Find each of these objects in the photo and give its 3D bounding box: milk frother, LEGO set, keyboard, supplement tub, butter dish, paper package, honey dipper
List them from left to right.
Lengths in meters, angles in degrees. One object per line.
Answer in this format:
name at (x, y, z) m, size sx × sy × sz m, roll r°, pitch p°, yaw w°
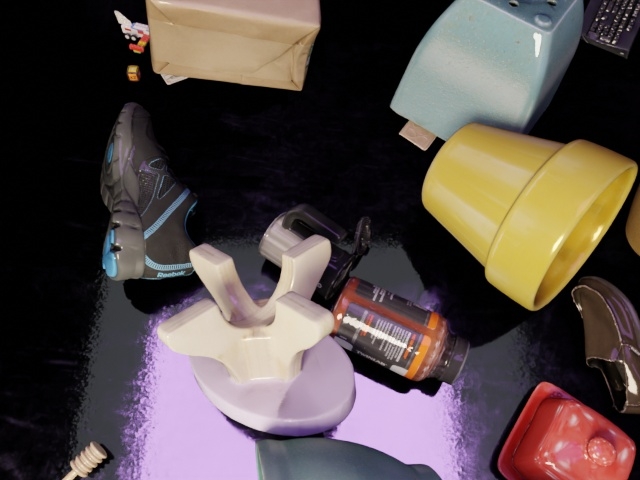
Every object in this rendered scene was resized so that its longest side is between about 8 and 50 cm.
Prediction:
honey dipper at (-0.357, 0.335, 0.686) m, size 0.030 × 0.030 × 0.161 m, roll 42°, pitch 72°, yaw 16°
LEGO set at (-0.287, -0.404, 1.038) m, size 0.244 × 0.060 × 0.182 m, roll -27°, pitch 67°, yaw -17°
paper package at (-0.164, -0.478, 0.997) m, size 0.310 × 0.168 × 0.324 m, roll 3°, pitch 62°, yaw -12°
milk frother at (0.000, 0.000, 0.842) m, size 0.135 × 0.129 × 0.143 m, roll 33°, pitch 24°, yaw 13°
supplement tub at (0.112, 0.137, 0.763) m, size 0.198 × 0.106 × 0.106 m, roll 24°, pitch 65°, yaw 9°
butter dish at (0.349, 0.285, 0.695) m, size 0.160 × 0.118 × 0.160 m, roll 35°, pitch 67°, yaw 14°
keyboard at (0.708, -0.518, 1.159) m, size 0.202 × 0.033 × 0.317 m, roll 28°, pitch 66°, yaw 10°

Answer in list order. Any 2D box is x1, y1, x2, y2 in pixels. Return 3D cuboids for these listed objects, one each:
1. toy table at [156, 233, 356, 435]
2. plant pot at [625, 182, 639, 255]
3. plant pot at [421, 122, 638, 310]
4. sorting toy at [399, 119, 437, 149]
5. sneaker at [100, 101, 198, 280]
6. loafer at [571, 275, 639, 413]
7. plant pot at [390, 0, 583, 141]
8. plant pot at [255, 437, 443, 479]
toy table at (-0.079, 0.111, 0.670) m, size 0.274 × 0.160 × 0.252 m, roll 13°, pitch 35°, yaw 31°
plant pot at (0.594, -0.065, 0.802) m, size 0.237 × 0.254 × 0.237 m, roll 1°, pitch 62°, yaw -2°
plant pot at (0.300, -0.061, 0.807) m, size 0.254 × 0.254 × 0.239 m, roll -40°, pitch 58°, yaw -19°
sorting toy at (0.195, -0.213, 0.992) m, size 0.062 × 0.012 × 0.083 m, roll 34°, pitch 67°, yaw 11°
sneaker at (-0.284, -0.081, 0.866) m, size 0.140 × 0.125 × 0.340 m, roll 6°, pitch 57°, yaw -31°
loafer at (0.437, 0.157, 0.783) m, size 0.078 × 0.080 × 0.220 m, roll -14°, pitch 65°, yaw -10°
plant pot at (0.308, -0.332, 0.915) m, size 0.247 × 0.252 × 0.248 m, roll 34°, pitch 63°, yaw 13°
plant pot at (0.046, 0.349, 0.559) m, size 0.196 × 0.293 × 0.293 m, roll -8°, pitch 64°, yaw -11°
